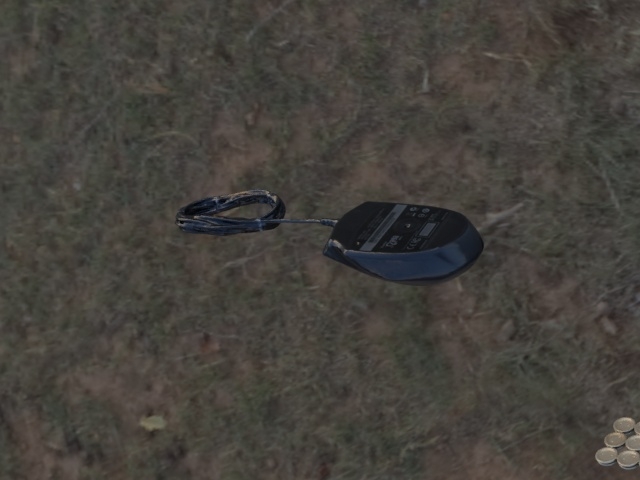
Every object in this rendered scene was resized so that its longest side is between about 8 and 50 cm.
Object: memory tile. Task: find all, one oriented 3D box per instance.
[{"bbox_3d":[0.528,0.331,1.563,0.148,0.113,0.012,1,124,42],"label":"memory tile"}]

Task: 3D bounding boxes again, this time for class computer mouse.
[{"bbox_3d":[0.000,0.000,0.686,0.242,0.071,0.041,8,126,32],"label":"computer mouse"}]
